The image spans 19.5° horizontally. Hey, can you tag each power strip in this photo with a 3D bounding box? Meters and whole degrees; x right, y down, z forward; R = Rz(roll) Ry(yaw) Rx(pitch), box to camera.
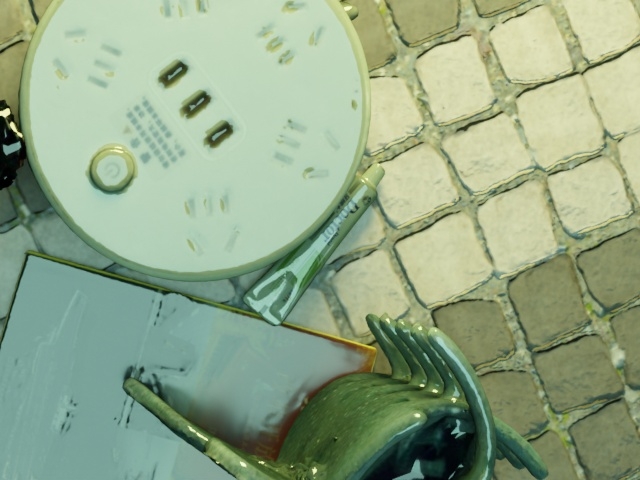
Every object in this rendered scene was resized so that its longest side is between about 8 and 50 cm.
[{"bbox_3d":[-0.114,-0.137,1.805,0.358,0.161,0.357,0,92,-6],"label":"power strip"}]

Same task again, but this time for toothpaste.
[{"bbox_3d":[0.000,0.000,1.887,0.048,0.029,0.197,40,85,-1],"label":"toothpaste"}]

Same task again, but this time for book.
[{"bbox_3d":[-0.155,0.185,1.884,0.374,0.028,0.262,16,89,-6],"label":"book"}]

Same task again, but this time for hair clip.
[{"bbox_3d":[0.042,0.212,1.742,0.238,0.318,0.392,-41,98,-10],"label":"hair clip"}]

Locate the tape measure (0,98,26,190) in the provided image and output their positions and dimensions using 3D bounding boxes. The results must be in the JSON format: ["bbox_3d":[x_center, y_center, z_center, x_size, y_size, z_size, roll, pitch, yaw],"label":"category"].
[{"bbox_3d":[-0.404,-0.066,1.750,0.202,0.223,0.135,-15,94,-34],"label":"tape measure"}]
